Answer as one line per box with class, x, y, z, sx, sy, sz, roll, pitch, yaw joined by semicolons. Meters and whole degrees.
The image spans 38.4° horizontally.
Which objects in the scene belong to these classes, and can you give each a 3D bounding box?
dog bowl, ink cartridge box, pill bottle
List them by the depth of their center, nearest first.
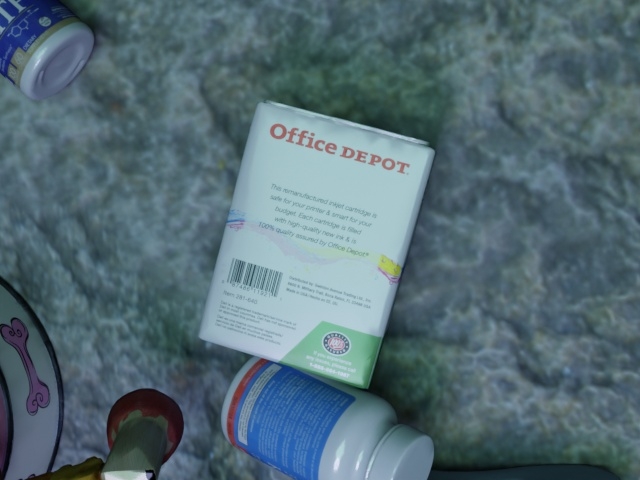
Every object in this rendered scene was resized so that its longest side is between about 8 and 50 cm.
pill bottle;0.008;0.215;1.024;0.222;0.124;0.124;20;99;33
ink cartridge box;0.000;0.000;1.047;0.201;0.117;0.278;16;97;7
pill bottle;-0.372;-0.266;1.088;0.187;0.112;0.112;41;100;4
dog bowl;-0.538;0.214;1.134;0.408;0.150;0.407;1;94;7

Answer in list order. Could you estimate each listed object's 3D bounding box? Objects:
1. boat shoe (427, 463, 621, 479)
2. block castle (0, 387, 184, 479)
boat shoe;0.161;0.350;1.055;0.367;0.136;0.156;-4;98;0
block castle;-0.245;0.416;1.004;0.303;0.213;0.453;-16;101;-1
